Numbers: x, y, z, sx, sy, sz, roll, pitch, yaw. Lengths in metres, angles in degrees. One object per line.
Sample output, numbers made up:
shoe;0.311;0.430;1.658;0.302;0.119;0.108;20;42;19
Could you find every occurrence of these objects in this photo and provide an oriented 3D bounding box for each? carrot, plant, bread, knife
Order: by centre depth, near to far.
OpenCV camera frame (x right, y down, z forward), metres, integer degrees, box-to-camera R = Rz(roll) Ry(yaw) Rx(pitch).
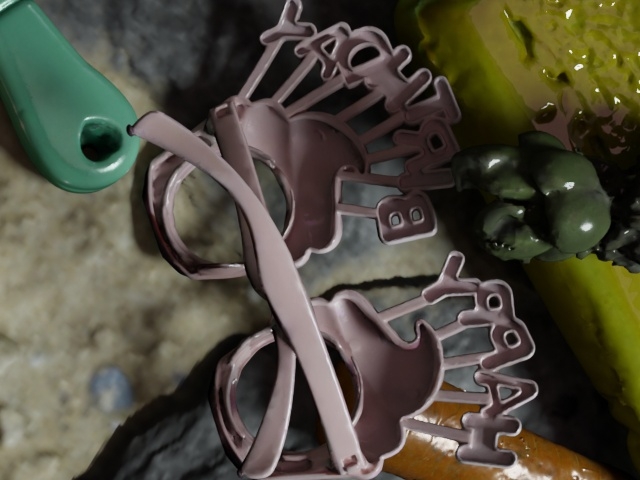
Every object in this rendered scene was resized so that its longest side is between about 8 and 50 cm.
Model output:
plant;0.146;-0.017;0.723;0.174;0.087;0.085;1;69;-7
knife;-0.165;-0.140;0.739;0.063;0.035;0.260;-33;96;-23
carrot;0.098;0.116;0.817;0.210;0.061;0.061;24;79;-22
bread;0.183;-0.014;0.818;0.166;0.112;0.383;-30;98;1

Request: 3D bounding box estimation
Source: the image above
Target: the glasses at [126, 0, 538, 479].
glasses;0.006;-0.001;0.724;0.162;0.095;0.255;-19;78;-4
